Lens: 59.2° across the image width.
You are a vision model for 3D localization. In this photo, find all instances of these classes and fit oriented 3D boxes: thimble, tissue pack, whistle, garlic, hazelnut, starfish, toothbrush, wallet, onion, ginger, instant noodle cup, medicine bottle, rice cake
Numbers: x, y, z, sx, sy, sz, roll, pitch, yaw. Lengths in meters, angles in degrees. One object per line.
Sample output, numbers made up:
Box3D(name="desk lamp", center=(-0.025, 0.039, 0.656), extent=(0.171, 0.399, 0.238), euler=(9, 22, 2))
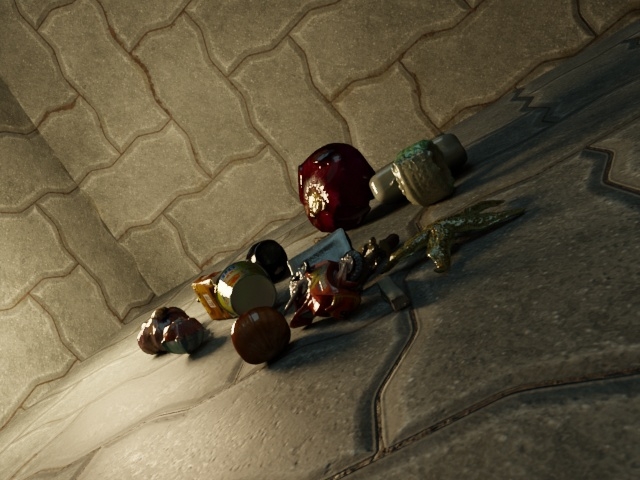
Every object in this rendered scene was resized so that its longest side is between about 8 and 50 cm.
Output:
Box3D(name="thimble", center=(0.350, -0.228, 1.921), extent=(0.150, 0.218, 0.219), euler=(-25, 12, 27))
Box3D(name="tissue pack", center=(-0.396, 0.214, 2.190), extent=(0.092, 0.183, 0.226), euler=(-36, 11, -29))
Box3D(name="whistle", center=(-0.488, 0.339, 2.057), extent=(0.142, 0.133, 0.346), euler=(-42, 2, -4))
Box3D(name="garlic", center=(-0.652, 0.363, 2.330), extent=(0.245, 0.160, 0.245), euler=(-26, 19, 10))
Box3D(name="hazelnut", center=(-0.149, 0.247, 1.444), extent=(0.150, 0.150, 0.150), euler=(-32, 10, 6))
Box3D(name="starfish", center=(0.325, -0.025, 1.438), extent=(0.358, 0.078, 0.347), euler=(-37, 8, -26))
Box3D(name="toothbrush", center=(0.108, 0.091, 1.619), extent=(0.364, 0.040, 0.041), euler=(-39, 12, -29))
Box3D(name="wallet", center=(0.010, 0.074, 1.722), extent=(0.222, 0.036, 0.167), euler=(-30, 55, 13))
Box3D(name="onion", center=(0.126, -0.236, 2.399), extent=(0.421, 0.397, 0.398), euler=(-12, 1, -23))
Box3D(name="ginger", center=(-0.001, 0.001, 2.462), extent=(0.097, 0.030, 0.048), euler=(-37, 38, -10))
Box3D(name="instant noodle cup", center=(-0.243, 0.180, 1.904), extent=(0.205, 0.204, 0.153), euler=(-35, 20, -13))
Box3D(name="medicine bottle", center=(0.377, -0.269, 2.170), extent=(0.375, 0.122, 0.282), euler=(-31, -13, 16))
Box3D(name="rice cake", center=(0.166, 0.119, 1.313), extent=(0.047, 0.036, 0.206), euler=(-21, 9, -2))

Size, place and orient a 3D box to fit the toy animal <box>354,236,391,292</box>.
Box3D(name="toy animal", center=(0.119, 0.064, 1.531), extent=(0.214, 0.094, 0.186), euler=(-50, -11, -11))

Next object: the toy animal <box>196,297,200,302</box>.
Box3D(name="toy animal", center=(-0.426, 0.240, 2.458), extent=(0.233, 0.084, 0.148), euler=(-35, 10, -36))

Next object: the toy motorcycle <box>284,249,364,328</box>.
Box3D(name="toy motorcycle", center=(0.009, 0.129, 1.436), extent=(0.089, 0.170, 0.298), euler=(6, -21, -37))

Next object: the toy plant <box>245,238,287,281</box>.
Box3D(name="toy plant", center=(-0.218, 0.093, 2.328), extent=(0.218, 0.175, 0.235), euler=(-44, -12, -26))
